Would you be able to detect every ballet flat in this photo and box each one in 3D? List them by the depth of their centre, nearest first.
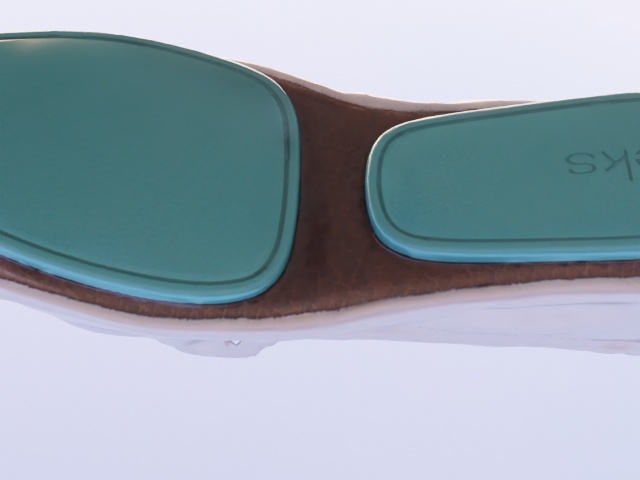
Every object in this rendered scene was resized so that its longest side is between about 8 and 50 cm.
[{"bbox_3d":[0.000,0.000,0.512,0.400,0.139,0.139,3,-135,2],"label":"ballet flat"}]
